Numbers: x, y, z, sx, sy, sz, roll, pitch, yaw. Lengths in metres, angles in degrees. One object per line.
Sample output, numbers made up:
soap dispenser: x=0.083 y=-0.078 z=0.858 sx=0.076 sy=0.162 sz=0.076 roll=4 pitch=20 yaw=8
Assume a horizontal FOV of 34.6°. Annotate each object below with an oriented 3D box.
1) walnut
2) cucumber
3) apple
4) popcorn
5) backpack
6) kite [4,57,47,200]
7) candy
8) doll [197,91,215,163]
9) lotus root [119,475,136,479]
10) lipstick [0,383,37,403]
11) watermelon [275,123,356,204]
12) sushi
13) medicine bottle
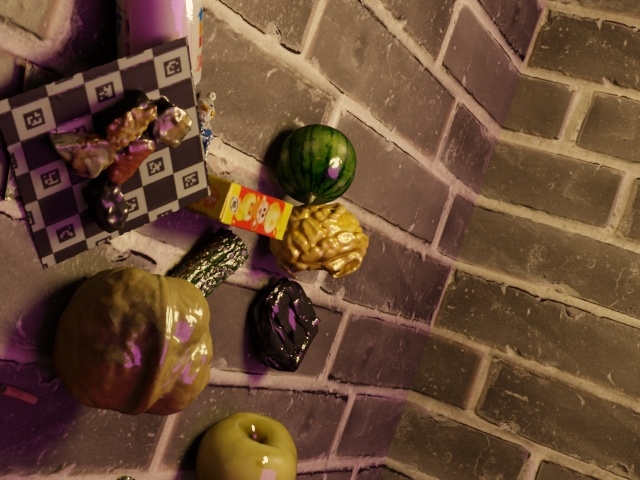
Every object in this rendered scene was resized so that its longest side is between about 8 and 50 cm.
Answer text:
walnut: x=-0.341 y=0.187 z=1.914 sx=0.282 sy=0.253 sz=0.276 roll=7 pitch=94 yaw=-56
cucumber: x=-0.291 y=0.114 z=2.157 sx=0.359 sy=0.096 sz=0.096 roll=-47 pitch=145 yaw=-34
apple: x=-0.183 y=0.545 z=2.474 sx=0.262 sy=0.262 sz=0.262 roll=-41 pitch=141 yaw=-45
popcorn: x=0.000 y=0.000 z=2.487 sx=0.250 sy=0.250 sz=0.189 roll=-11 pitch=96 yaw=-60
backpack: x=-0.089 y=0.205 z=2.573 sx=0.206 sy=0.133 sz=0.258 roll=-55 pitch=143 yaw=-35
kite: x=-0.454 y=-0.169 z=1.744 sx=0.267 sy=0.013 sz=0.323 roll=-58 pitch=153 yaw=-22
candy: x=-0.185 y=-0.077 z=2.173 sx=0.276 sy=0.146 sz=0.088 roll=19 pitch=89 yaw=-62
doll: x=-0.259 y=-0.200 z=2.031 sx=0.114 sy=0.057 sz=0.227 roll=29 pitch=70 yaw=-31
lotus root: x=-0.422 y=0.593 z=2.231 sx=0.088 sy=0.088 sz=0.165 roll=27 pitch=73 yaw=-63
lipstick: x=-0.545 y=0.278 z=1.855 sx=0.019 sy=0.019 sz=0.094 roll=-66 pitch=153 yaw=-10
watermelon: x=-0.011 y=-0.165 z=2.387 sx=0.188 sy=0.188 sz=0.214 roll=58 pitch=31 yaw=-58
sushi: x=-0.340 y=-0.131 z=1.756 sx=0.343 sy=0.064 sz=0.359 roll=-25 pitch=138 yaw=-23
medicine bottle: x=-0.283 y=-0.333 z=1.808 sx=0.152 sy=0.152 sz=0.254 roll=-35 pitch=139 yaw=-50
